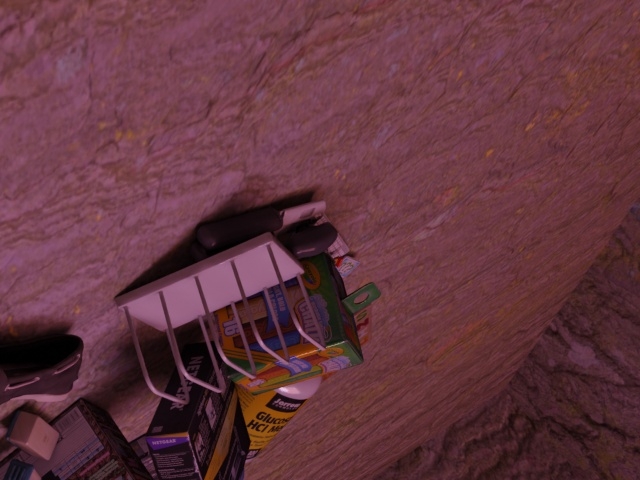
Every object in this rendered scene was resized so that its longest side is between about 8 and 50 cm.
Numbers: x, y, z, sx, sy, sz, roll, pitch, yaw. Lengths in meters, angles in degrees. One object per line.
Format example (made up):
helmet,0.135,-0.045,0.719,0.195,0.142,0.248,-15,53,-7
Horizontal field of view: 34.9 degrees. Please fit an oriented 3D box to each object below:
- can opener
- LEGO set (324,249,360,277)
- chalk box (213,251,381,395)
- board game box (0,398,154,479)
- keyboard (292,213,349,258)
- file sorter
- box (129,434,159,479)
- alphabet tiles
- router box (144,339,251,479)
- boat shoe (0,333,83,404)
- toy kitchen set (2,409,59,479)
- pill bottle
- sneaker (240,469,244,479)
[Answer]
can opener,-0.084,-0.005,1.728,0.283,0.095,0.076,-18,148,-43
LEGO set,-0.017,0.097,2.056,0.182,0.060,0.244,-44,155,11
chalk box,-0.029,0.147,1.855,0.289,0.179,0.180,-17,157,8
board game box,-0.421,0.479,1.834,0.232,0.291,0.141,-38,157,-3
keyboard,0.000,0.000,1.972,0.072,0.014,0.256,-40,157,-1
file sorter,-0.157,0.139,1.683,0.278,0.173,0.193,-23,158,8
box,-0.436,0.514,2.174,0.231,0.056,0.183,-26,154,-28
alphabet tiles,0.012,0.280,2.501,0.285,0.011,0.342,-35,157,-14
router box,-0.214,0.363,1.853,0.081,0.242,0.309,-8,-157,10
boat shoe,-0.469,0.185,1.486,0.095,0.112,0.335,-64,158,9
toy kitchen set,-0.574,0.389,1.735,0.122,0.166,0.207,82,24,-64
pill bottle,-0.118,0.290,2.079,0.188,0.188,0.334,-5,140,-54
sneaker,-0.317,0.587,2.431,0.315,0.127,0.182,-37,154,-25
